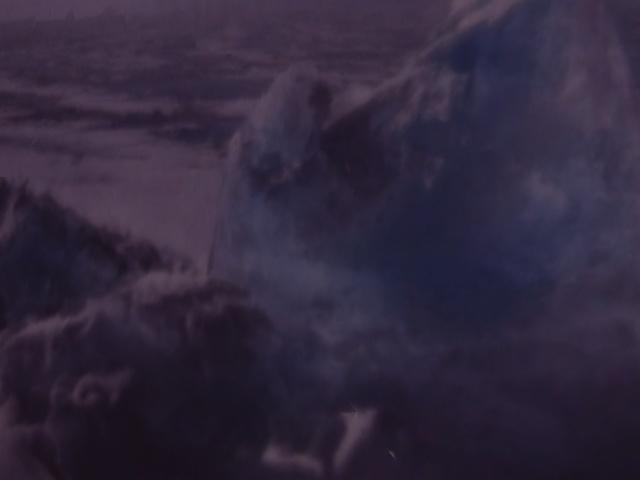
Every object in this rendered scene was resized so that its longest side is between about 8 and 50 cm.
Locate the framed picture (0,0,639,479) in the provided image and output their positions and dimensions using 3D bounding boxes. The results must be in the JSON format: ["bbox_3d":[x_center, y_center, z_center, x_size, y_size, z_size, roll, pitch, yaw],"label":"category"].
[{"bbox_3d":[0.000,0.000,0.364,0.446,0.028,0.326,4,86,41],"label":"framed picture"}]
